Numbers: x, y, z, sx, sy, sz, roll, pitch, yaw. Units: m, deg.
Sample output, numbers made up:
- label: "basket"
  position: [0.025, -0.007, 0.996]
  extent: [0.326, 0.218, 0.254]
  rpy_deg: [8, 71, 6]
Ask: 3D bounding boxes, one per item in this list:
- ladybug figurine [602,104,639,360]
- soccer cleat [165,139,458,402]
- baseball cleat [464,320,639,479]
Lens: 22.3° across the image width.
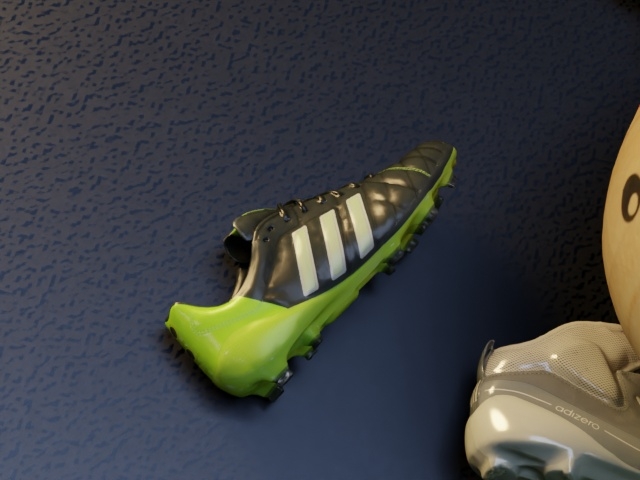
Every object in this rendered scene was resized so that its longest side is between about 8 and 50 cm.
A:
- label: "ladybug figurine"
  position: [0.288, -0.036, 0.800]
  extent: [0.449, 0.162, 0.305]
  rpy_deg: [-23, 108, -41]
- label: "soccer cleat"
  position: [0.000, 0.000, 0.790]
  extent: [0.072, 0.060, 0.179]
  rpy_deg: [41, 63, 6]
- label: "baseball cleat"
  position: [0.172, 0.099, 0.790]
  extent: [0.206, 0.072, 0.109]
  rpy_deg: [21, 54, -11]
